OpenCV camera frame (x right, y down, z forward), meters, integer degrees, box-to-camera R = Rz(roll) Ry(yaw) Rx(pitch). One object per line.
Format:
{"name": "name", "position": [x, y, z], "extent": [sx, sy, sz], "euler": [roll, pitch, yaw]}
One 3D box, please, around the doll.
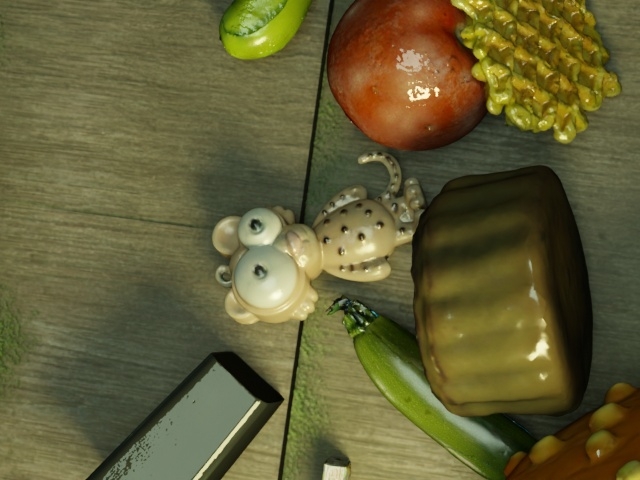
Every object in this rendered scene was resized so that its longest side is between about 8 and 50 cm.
{"name": "doll", "position": [0.001, 0.002, 1.712], "extent": [0.278, 0.119, 0.154], "euler": [-26, 70, 2]}

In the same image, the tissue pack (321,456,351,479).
{"name": "tissue pack", "position": [0.017, 0.311, 1.720], "extent": [0.035, 0.063, 0.083], "euler": [5, 90, 6]}

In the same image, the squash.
{"name": "squash", "position": [0.134, 0.182, 1.696], "extent": [0.331, 0.087, 0.087], "euler": [42, 95, 9]}

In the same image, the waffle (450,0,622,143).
{"name": "waffle", "position": [0.252, -0.231, 1.631], "extent": [0.058, 0.237, 0.243], "euler": [-24, 92, 45]}

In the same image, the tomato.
{"name": "tomato", "position": [0.108, -0.207, 1.661], "extent": [0.184, 0.208, 0.208], "euler": [-24, 83, 43]}

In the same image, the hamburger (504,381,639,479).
{"name": "hamburger", "position": [0.368, 0.305, 1.487], "extent": [0.395, 0.396, 0.277], "euler": [-30, 96, 7]}

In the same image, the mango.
{"name": "mango", "position": [-0.057, -0.290, 1.755], "extent": [0.165, 0.074, 0.091], "euler": [-44, 75, -7]}

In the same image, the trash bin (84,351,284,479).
{"name": "trash bin", "position": [-0.162, 0.247, 1.704], "extent": [0.115, 0.165, 0.225], "euler": [41, 92, 9]}

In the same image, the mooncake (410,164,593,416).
{"name": "mooncake", "position": [0.206, 0.061, 1.588], "extent": [0.161, 0.290, 0.290], "euler": [-7, 86, 20]}
